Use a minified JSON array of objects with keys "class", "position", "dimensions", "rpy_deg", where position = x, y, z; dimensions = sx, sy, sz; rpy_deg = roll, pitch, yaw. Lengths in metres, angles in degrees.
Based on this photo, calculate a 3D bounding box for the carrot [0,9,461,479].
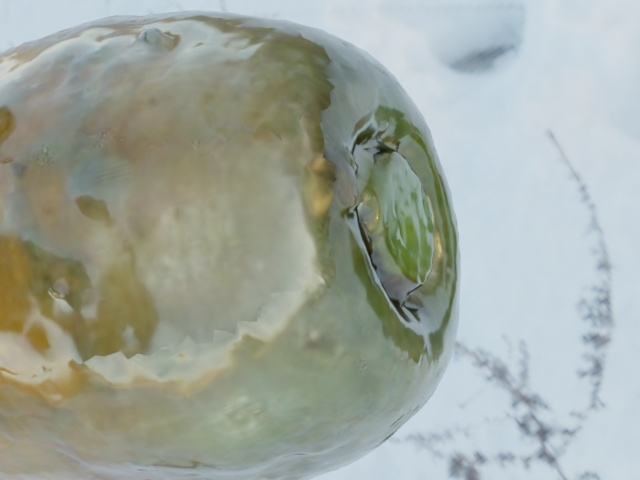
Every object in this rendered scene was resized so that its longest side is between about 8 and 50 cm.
[{"class":"carrot","position":[-0.113,0.016,0.766],"dimensions":[0.340,0.224,0.224],"rpy_deg":[-10,49,25]}]
